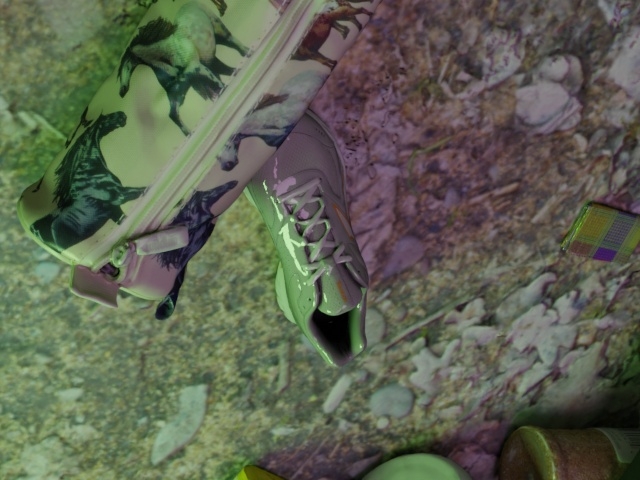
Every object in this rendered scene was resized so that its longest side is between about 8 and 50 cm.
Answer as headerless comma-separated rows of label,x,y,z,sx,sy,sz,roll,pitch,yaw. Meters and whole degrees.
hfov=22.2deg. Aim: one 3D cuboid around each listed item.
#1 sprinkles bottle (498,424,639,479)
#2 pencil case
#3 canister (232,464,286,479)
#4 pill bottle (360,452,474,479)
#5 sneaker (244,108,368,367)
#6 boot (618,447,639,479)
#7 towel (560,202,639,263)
sprinkles bottle,0.374,0.265,1.798,0.355,0.121,0.121,4,121,-24
pencil case,-0.075,-0.134,1.303,0.160,0.183,0.410,27,109,-33
canister,-0.084,0.324,1.685,0.126,0.073,0.170,30,106,-35
pill bottle,0.149,0.375,1.753,0.169,0.169,0.301,-34,128,3
sneaker,0.000,0.000,1.464,0.099,0.121,0.262,-23,128,-7
boot,0.377,0.257,1.681,0.115,0.112,0.305,29,79,-36
towel,0.288,-0.007,1.646,0.083,0.009,0.060,11,117,-29
